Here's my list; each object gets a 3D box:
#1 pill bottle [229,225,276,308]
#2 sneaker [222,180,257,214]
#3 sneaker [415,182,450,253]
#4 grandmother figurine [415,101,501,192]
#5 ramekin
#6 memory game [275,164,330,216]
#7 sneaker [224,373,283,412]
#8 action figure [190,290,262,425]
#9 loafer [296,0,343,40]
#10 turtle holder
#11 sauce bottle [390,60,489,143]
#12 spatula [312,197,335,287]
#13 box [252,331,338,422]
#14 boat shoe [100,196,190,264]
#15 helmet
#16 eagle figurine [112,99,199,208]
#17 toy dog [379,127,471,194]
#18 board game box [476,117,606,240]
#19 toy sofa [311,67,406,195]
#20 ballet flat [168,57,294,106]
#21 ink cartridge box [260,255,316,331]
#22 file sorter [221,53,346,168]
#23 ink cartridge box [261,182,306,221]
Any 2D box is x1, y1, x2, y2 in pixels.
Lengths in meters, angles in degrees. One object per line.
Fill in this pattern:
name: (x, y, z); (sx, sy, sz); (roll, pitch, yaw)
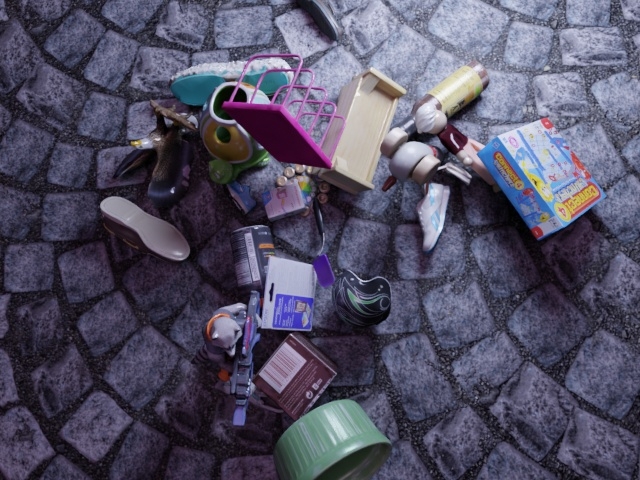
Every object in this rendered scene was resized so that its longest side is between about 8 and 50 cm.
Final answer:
pill bottle: (-0.195, 0.087, 1.321); (0.130, 0.130, 0.246); (-13, 80, 1)
sneaker: (-0.266, -0.161, 1.413); (0.073, 0.063, 0.162); (-30, 78, -25)
sneaker: (0.339, -0.068, 1.346); (0.092, 0.087, 0.229); (11, 74, 12)
grandmother figurine: (0.426, -0.292, 1.312); (0.342, 0.208, 0.104); (35, 110, -12)
ramekin: (0.023, 0.563, 1.141); (0.303, 0.303, 0.148); (-36, 50, -3)
memory game: (-0.060, -0.167, 1.417); (0.186, 0.012, 0.186); (-1, 81, 3)
sneaker: (-0.189, 0.450, 1.276); (0.212, 0.094, 0.080); (19, 83, 7)
action figure: (-0.260, 0.312, 1.143); (0.178, 0.330, 0.341); (9, 55, -10)
loafer: (0.003, -0.808, 1.486); (0.084, 0.096, 0.267); (-36, 78, -9)
turtle holder: (-0.278, -0.342, 1.341); (0.243, 0.227, 0.320); (39, 79, 10)
sauce bottle: (0.378, -0.434, 1.391); (0.344, 0.111, 0.111); (-38, 80, -2)
spatula: (0.000, 0.000, 1.337); (0.030, 0.084, 0.296); (9, 63, -29)
box: (-0.064, 0.375, 1.226); (0.167, 0.203, 0.168); (39, 85, 9)
boat shoe: (-0.558, -0.016, 1.377); (0.324, 0.097, 0.116); (32, 43, 4)
helmet: (0.114, 0.170, 1.273); (0.161, 0.169, 0.169); (0, 80, -14)
eagle figurine: (-0.525, -0.289, 1.397); (0.298, 0.225, 0.226); (-63, 37, 27)
toy dog: (0.271, -0.209, 1.269); (0.161, 0.333, 0.220); (-51, 54, 25)
board game box: (0.651, -0.191, 1.266); (0.308, 0.086, 0.302); (-25, 78, -35)
toy sofa: (0.119, -0.339, 1.379); (0.150, 0.177, 0.363); (23, 81, -25)
ballet flat: (-0.292, -0.540, 1.453); (0.408, 0.147, 0.147); (-5, 80, -1)
ink cartridge box: (-0.099, 0.159, 1.276); (0.045, 0.208, 0.206); (-2, 78, 41)
file sorter: (-0.084, -0.360, 1.220); (0.202, 0.290, 0.182); (15, 77, 32)
ink cartridge box: (-0.116, -0.123, 1.379); (0.122, 0.052, 0.088); (-17, 79, -1)
